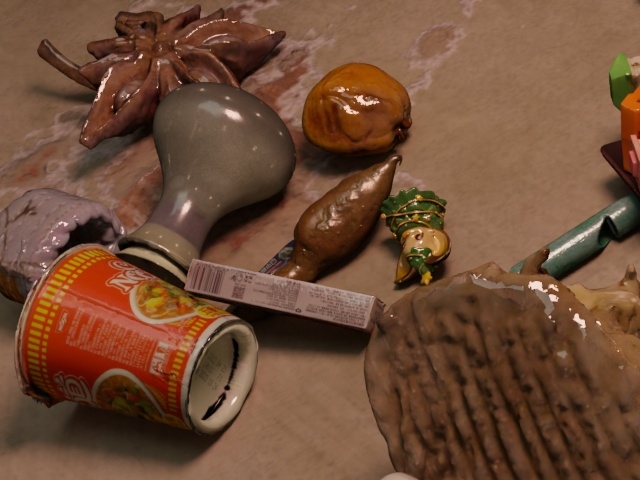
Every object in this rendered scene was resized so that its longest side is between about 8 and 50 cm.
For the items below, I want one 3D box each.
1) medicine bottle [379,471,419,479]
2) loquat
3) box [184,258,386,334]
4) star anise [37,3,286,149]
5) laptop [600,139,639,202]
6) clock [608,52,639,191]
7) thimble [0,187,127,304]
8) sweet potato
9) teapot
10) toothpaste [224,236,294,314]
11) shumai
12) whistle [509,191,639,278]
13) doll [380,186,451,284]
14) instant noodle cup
[{"bbox_3d":[0.014,0.350,1.323,0.293,0.170,0.170,-39,43,-17],"label":"medicine bottle"},{"bbox_3d":[0.046,-0.155,1.889,0.137,0.113,0.137,1,27,0],"label":"loquat"},{"bbox_3d":[-0.040,0.062,1.698,0.218,0.055,0.039,11,81,17],"label":"box"},{"bbox_3d":[-0.215,-0.228,2.089,0.349,0.109,0.292,-10,35,1],"label":"star anise"},{"bbox_3d":[0.409,-0.057,1.642,0.154,0.026,0.207,-16,39,-14],"label":"laptop"},{"bbox_3d":[0.443,-0.126,1.626,0.255,0.106,0.220,-9,39,4],"label":"clock"},{"bbox_3d":[-0.319,0.013,1.866,0.118,0.127,0.151,15,60,38],"label":"thimble"},{"bbox_3d":[-0.001,0.002,1.772,0.269,0.075,0.075,-46,43,-3],"label":"sweet potato"},{"bbox_3d":[-0.146,-0.058,1.838,0.183,0.183,0.251,10,62,33],"label":"teapot"},{"bbox_3d":[-0.063,0.043,1.795,0.037,0.021,0.140,26,59,41],"label":"toothpaste"},{"bbox_3d":[0.222,0.155,1.451,0.267,0.262,0.314,-42,77,28],"label":"shumai"},{"bbox_3d":[0.272,0.007,1.658,0.186,0.039,0.039,-31,41,-8],"label":"whistle"},{"bbox_3d":[0.118,0.003,1.736,0.078,0.076,0.113,-32,66,31],"label":"doll"},{"bbox_3d":[-0.190,0.120,1.670,0.212,0.193,0.193,17,55,28],"label":"instant noodle cup"}]
